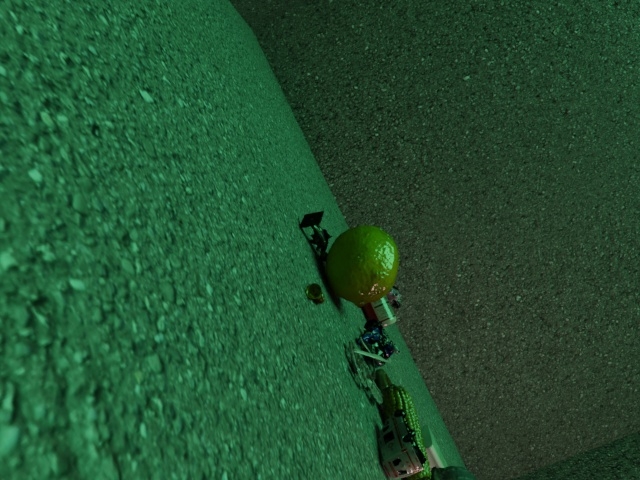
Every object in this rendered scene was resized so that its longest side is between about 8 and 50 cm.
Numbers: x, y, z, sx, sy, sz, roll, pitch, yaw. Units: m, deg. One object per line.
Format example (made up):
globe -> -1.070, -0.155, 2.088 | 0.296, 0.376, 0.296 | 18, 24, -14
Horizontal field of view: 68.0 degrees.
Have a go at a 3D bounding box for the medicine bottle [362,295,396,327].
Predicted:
medicine bottle -> 0.260, 0.298, 2.279 | 0.250, 0.131, 0.131 | 66, 9, 11

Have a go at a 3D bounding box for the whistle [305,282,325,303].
whistle -> -0.017, 0.155, 1.369 | 0.109, 0.057, 0.046 | 67, 46, -69

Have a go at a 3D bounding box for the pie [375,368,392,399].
pie -> 0.251, 0.564, 1.731 | 0.195, 0.046, 0.195 | -25, 90, -83

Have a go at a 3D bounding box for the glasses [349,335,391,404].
glasses -> 0.164, 0.413, 1.494 | 0.255, 0.095, 0.162 | 54, 21, -40

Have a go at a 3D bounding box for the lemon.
lemon -> 0.153, 0.083, 1.728 | 0.268, 0.268, 0.322 | 53, 40, -52

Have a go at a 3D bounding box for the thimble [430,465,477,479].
thimble -> 0.405, 0.807, 1.416 | 0.172, 0.205, 0.236 | -98, 165, -71

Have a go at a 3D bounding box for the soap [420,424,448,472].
soap -> 0.445, 0.879, 1.844 | 0.265, 0.087, 0.160 | 64, 8, -5

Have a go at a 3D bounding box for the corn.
corn -> 0.270, 0.608, 1.510 | 0.115, 0.115, 0.318 | 56, 17, -46

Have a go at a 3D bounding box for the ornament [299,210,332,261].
ornament -> -0.003, 0.002, 1.743 | 0.081, 0.088, 0.203 | -62, 140, -56

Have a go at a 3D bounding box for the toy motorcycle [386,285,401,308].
toy motorcycle -> 0.279, 0.219, 2.421 | 0.327, 0.143, 0.188 | 37, -21, 31

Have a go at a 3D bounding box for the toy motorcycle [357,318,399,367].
toy motorcycle -> 0.217, 0.391, 1.842 | 0.169, 0.113, 0.315 | 55, 15, 12

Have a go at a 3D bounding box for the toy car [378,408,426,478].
toy car -> 0.216, 0.566, 1.330 | 0.089, 0.108, 0.210 | 61, 5, -10
